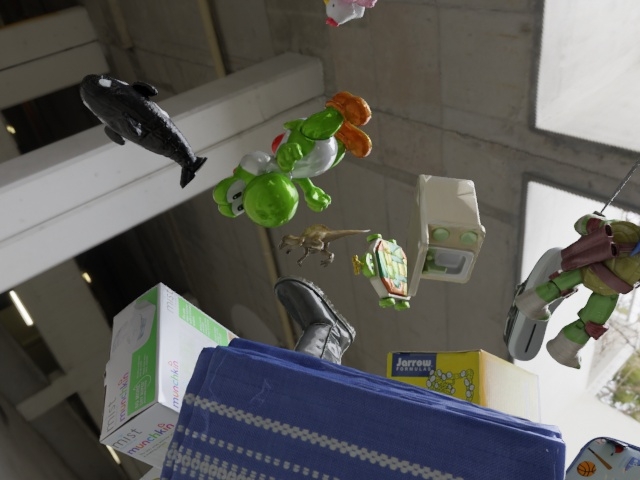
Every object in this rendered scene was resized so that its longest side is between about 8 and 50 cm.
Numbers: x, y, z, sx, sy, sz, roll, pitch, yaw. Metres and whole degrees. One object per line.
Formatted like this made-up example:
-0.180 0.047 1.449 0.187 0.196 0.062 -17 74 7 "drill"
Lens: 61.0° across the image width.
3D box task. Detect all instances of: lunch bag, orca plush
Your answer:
0.606 0.544 1.092 0.115 0.303 0.243 56 -23 -19 "lunch bag"
-0.370 -0.214 1.106 0.287 0.151 0.102 54 17 -27 "orca plush"

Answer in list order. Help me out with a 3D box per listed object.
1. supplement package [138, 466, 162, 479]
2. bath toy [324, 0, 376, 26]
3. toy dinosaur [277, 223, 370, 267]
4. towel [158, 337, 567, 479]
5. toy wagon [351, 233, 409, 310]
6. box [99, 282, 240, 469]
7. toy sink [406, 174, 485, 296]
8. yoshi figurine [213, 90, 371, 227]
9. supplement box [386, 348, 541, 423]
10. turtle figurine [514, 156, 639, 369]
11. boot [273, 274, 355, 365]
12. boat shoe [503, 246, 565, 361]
-0.437 0.797 1.615 0.199 0.262 0.198 36 -26 34 "supplement package"
0.097 -0.658 1.406 0.151 0.129 0.348 44 -14 -15 "bath toy"
0.000 0.000 1.024 0.093 0.183 0.053 -87 165 -47 "toy dinosaur"
-0.004 0.244 0.316 0.243 0.336 0.040 12 -15 13 "towel"
0.232 0.109 1.972 0.068 0.344 0.267 -21 -112 30 "toy wagon"
-0.236 0.244 0.926 0.231 0.126 0.262 46 15 -35 "box"
0.258 -0.005 1.140 0.131 0.234 0.153 7 -49 3 "toy sink"
-0.039 -0.142 1.120 0.204 0.362 0.203 57 -15 -11 "yoshi figurine"
0.303 0.349 1.113 0.194 0.195 0.356 -10 -25 36 "supplement box"
0.444 0.054 0.800 0.198 0.274 0.266 43 -55 12 "turtle figurine"
-0.028 0.163 0.874 0.189 0.208 0.076 38 -59 0 "boot"
0.581 0.164 1.502 0.119 0.121 0.335 -124 -129 -68 "boat shoe"
